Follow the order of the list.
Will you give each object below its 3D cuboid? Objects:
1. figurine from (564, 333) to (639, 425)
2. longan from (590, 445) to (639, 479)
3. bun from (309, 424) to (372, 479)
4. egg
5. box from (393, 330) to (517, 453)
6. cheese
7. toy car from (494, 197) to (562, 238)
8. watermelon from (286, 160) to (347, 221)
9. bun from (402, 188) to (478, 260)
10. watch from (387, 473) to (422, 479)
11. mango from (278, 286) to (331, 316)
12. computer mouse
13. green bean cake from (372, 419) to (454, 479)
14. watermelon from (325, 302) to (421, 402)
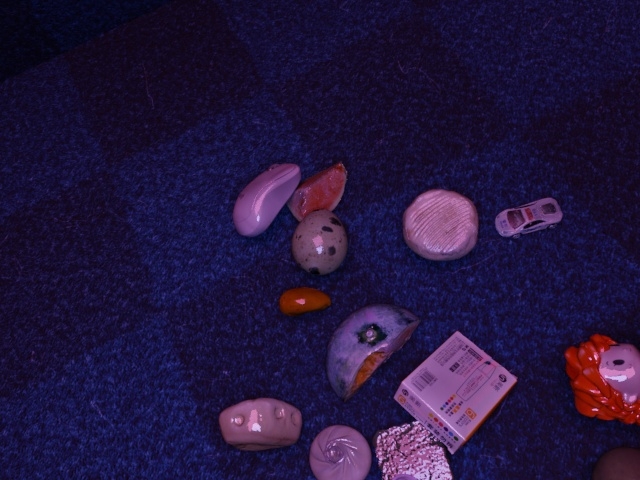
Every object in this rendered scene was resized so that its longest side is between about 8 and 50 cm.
[{"bbox_3d":[0.835,0.318,1.518,0.306,0.411,0.241,35,36,-19],"label":"figurine"},{"bbox_3d":[0.753,0.613,1.465,0.196,0.196,0.220,-31,71,-6],"label":"longan"},{"bbox_3d":[0.050,0.581,1.634,0.172,0.120,0.173,-5,64,10],"label":"bun"},{"bbox_3d":[0.000,0.000,1.894,0.176,0.177,0.228,2,54,10],"label":"egg"},{"bbox_3d":[0.365,0.397,1.634,0.273,0.091,0.220,-30,60,-35],"label":"box"},{"bbox_3d":[-0.167,0.508,1.663,0.234,0.218,0.117,10,60,-22],"label":"cheese"},{"bbox_3d":[0.644,-0.070,1.889,0.204,0.056,0.096,-15,64,1],"label":"toy car"},{"bbox_3d":[-0.020,-0.165,2.030,0.231,0.128,0.146,-39,33,-18],"label":"watermelon"},{"bbox_3d":[0.368,-0.044,1.875,0.238,0.141,0.239,-4,69,11],"label":"bun"},{"bbox_3d":[0.194,0.684,1.418,0.211,0.217,0.249,-39,45,35],"label":"watch"},{"bbox_3d":[-0.049,0.181,1.854,0.159,0.105,0.084,-13,81,-2],"label":"mango"},{"bbox_3d":[-0.191,-0.150,2.000,0.297,0.121,0.184,-57,26,-10],"label":"computer mouse"},{"bbox_3d":[0.244,0.580,1.616,0.184,0.094,0.184,-16,63,2],"label":"green bean cake"},{"bbox_3d":[0.116,0.279,1.738,0.188,0.175,0.322,38,74,23],"label":"watermelon"}]
